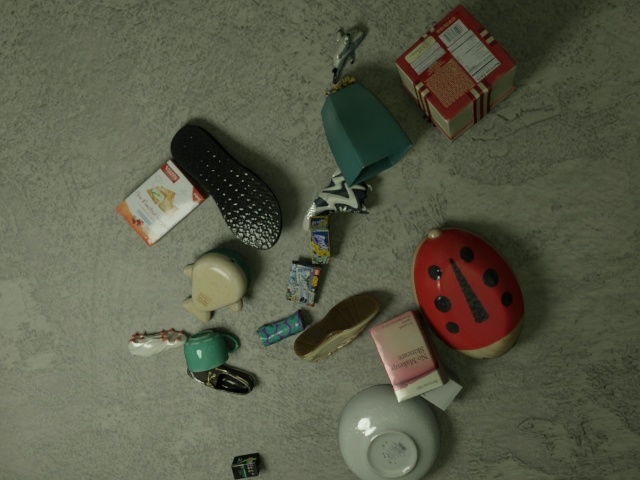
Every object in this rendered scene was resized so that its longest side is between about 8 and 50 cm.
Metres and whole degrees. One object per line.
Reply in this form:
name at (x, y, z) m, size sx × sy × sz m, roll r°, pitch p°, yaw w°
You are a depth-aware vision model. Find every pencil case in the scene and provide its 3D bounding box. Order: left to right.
pencil case at (-0.122, 0.275, 1.793) m, size 0.151 × 0.064 × 0.070 m, roll -22°, pitch 60°, yaw 6°

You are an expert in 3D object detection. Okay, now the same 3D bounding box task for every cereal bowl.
cereal bowl at (0.217, 0.639, 1.808) m, size 0.338 × 0.141 × 0.340 m, roll 1°, pitch 101°, yaw 4°

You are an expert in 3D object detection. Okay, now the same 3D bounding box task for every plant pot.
plant pot at (0.110, -0.306, 1.603) m, size 0.165 × 0.165 × 0.234 m, roll -26°, pitch 83°, yaw -16°

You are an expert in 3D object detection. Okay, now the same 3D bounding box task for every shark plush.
shark plush at (0.073, -0.526, 1.637) m, size 0.067 × 0.073 × 0.161 m, roll 13°, pitch 98°, yaw -30°

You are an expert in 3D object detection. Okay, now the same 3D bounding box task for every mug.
mug at (-0.353, 0.335, 1.796) m, size 0.129 × 0.157 × 0.098 m, roll -9°, pitch 98°, yaw 29°

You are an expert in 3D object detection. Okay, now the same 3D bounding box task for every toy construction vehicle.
toy construction vehicle at (0.053, -0.441, 1.637) m, size 0.098 × 0.086 × 0.035 m, roll -31°, pitch 91°, yaw 9°

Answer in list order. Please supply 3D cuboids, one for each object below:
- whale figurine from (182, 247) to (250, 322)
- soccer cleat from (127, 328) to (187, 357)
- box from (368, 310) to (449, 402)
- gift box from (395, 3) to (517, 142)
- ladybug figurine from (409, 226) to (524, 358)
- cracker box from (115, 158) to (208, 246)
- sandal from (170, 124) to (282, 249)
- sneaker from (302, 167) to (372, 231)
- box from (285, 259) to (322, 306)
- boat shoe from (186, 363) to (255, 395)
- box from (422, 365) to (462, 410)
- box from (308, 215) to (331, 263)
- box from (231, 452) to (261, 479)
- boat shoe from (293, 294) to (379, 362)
whale figurine at (-0.321, 0.136, 1.761) m, size 0.216 × 0.141 × 0.272 m, roll 36°, pitch 125°, yaw -4°
soccer cleat at (-0.517, 0.333, 1.830) m, size 0.196 × 0.068 × 0.076 m, roll -5°, pitch 115°, yaw 5°
box at (0.264, 0.343, 1.707) m, size 0.148 × 0.127 × 0.233 m, roll -26°, pitch 74°, yaw 14°
gift box at (0.361, -0.454, 1.538) m, size 0.255 × 0.258 × 0.277 m, roll -35°, pitch 78°, yaw 11°
ladybug figurine at (0.437, 0.164, 1.692) m, size 0.305 × 0.162 × 0.450 m, roll -33°, pitch 97°, yaw 9°
cracker box at (-0.478, -0.115, 1.737) m, size 0.232 × 0.067 × 0.156 m, roll -40°, pitch 97°, yaw 9°
sandal at (-0.260, -0.166, 1.709) m, size 0.167 × 0.107 × 0.446 m, roll -41°, pitch 84°, yaw 11°
sneaker at (0.062, -0.095, 1.697) m, size 0.153 × 0.094 × 0.235 m, roll 36°, pitch 91°, yaw 5°
box at (-0.052, 0.133, 1.767) m, size 0.093 × 0.027 × 0.137 m, roll 12°, pitch 115°, yaw 1°
boat shoe at (-0.323, 0.438, 1.833) m, size 0.227 × 0.069 × 0.081 m, roll 13°, pitch 101°, yaw 0°
box at (0.369, 0.450, 1.788) m, size 0.101 × 0.087 × 0.101 m, roll 34°, pitch 100°, yaw -3°
box at (0.000, 0.000, 1.691) m, size 0.059 × 0.054 × 0.169 m, roll 0°, pitch 143°, yaw 3°
box at (-0.245, 0.745, 1.890) m, size 0.083 × 0.062 × 0.052 m, roll -12°, pitch 99°, yaw 5°
boat shoe at (0.062, 0.278, 1.775) m, size 0.302 × 0.109 × 0.098 m, roll -36°, pitch 136°, yaw 8°
